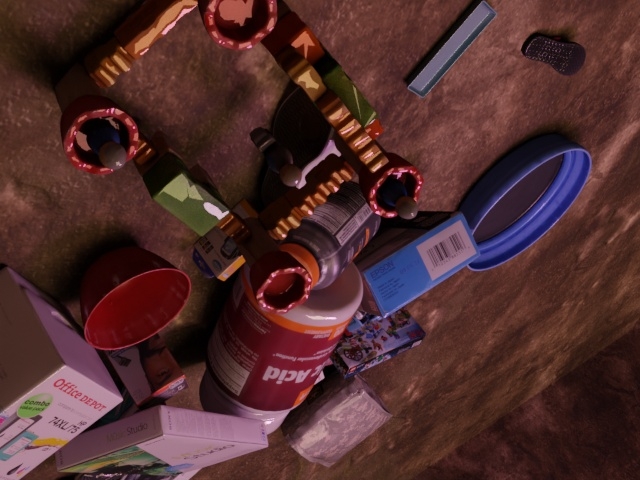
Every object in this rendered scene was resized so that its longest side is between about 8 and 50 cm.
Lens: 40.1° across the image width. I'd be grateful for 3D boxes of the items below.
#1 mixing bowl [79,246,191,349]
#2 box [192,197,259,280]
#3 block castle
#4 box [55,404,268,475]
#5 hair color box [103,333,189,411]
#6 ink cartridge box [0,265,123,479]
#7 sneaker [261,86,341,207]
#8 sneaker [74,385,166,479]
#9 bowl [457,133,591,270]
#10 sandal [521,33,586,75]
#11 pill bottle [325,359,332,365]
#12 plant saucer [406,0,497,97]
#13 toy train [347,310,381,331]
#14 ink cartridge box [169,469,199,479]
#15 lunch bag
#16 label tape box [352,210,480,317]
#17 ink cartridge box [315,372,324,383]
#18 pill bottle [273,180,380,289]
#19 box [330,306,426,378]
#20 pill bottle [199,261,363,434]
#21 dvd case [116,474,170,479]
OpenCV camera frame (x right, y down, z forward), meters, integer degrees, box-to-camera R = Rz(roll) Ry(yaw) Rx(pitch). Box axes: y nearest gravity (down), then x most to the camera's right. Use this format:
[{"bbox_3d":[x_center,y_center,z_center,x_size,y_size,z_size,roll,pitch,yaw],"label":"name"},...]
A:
[{"bbox_3d":[-0.306,0.075,1.377,0.181,0.098,0.181,-29,152,-18],"label":"mixing bowl"},{"bbox_3d":[-0.151,0.004,1.477,0.136,0.081,0.028,-43,153,8],"label":"box"},{"bbox_3d":[-0.083,-0.116,1.123,0.303,0.213,0.453,-41,134,6],"label":"block castle"},{"bbox_3d":[-0.274,0.364,1.563,0.232,0.058,0.322,-23,154,23],"label":"box"},{"bbox_3d":[-0.305,0.200,1.487,0.093,0.167,0.053,-31,151,-16],"label":"hair color box"},{"bbox_3d":[-0.475,0.216,1.274,0.270,0.197,0.198,-37,153,-4],"label":"ink cartridge box"},{"bbox_3d":[-0.008,-0.160,1.407,0.123,0.106,0.290,-31,160,-38],"label":"sneaker"},{"bbox_3d":[-0.391,0.370,1.696,0.107,0.110,0.275,17,116,-48],"label":"sneaker"},{"bbox_3d":[0.475,-0.091,2.099,0.391,0.077,0.391,-29,150,-19],"label":"bowl"},{"bbox_3d":[0.454,-0.371,1.712,0.179,0.040,0.067,10,121,-37],"label":"sandal"},{"bbox_3d":[0.001,0.248,2.015,0.152,0.086,0.086,-10,140,-44],"label":"pill bottle"},{"bbox_3d":[0.222,-0.330,1.506,0.192,0.018,0.067,-49,151,16],"label":"plant saucer"},{"bbox_3d":[0.118,0.126,1.959,0.184,0.080,0.105,-39,-174,-41],"label":"toy train"},{"bbox_3d":[-0.336,0.563,2.136,0.115,0.029,0.063,-42,152,2],"label":"ink cartridge box"},{"bbox_3d":[0.032,0.451,2.267,0.235,0.169,0.287,-39,157,0],"label":"lunch bag"},{"bbox_3d":[0.137,0.038,1.805,0.240,0.106,0.333,-31,-168,-17],"label":"label tape box"},{"bbox_3d":[-0.064,0.326,2.084,0.135,0.056,0.099,-33,151,-11],"label":"ink cartridge box"},{"bbox_3d":[0.000,0.000,1.511,0.246,0.130,0.130,-46,166,-50],"label":"pill bottle"},{"bbox_3d":[0.104,0.203,1.995,0.233,0.159,0.044,-19,148,-34],"label":"box"},{"bbox_3d":[-0.090,0.188,1.669,0.224,0.224,0.392,-14,143,-39],"label":"pill bottle"},{"bbox_3d":[-0.370,0.489,1.985,0.179,0.029,0.239,-1,134,-51],"label":"dvd case"}]
